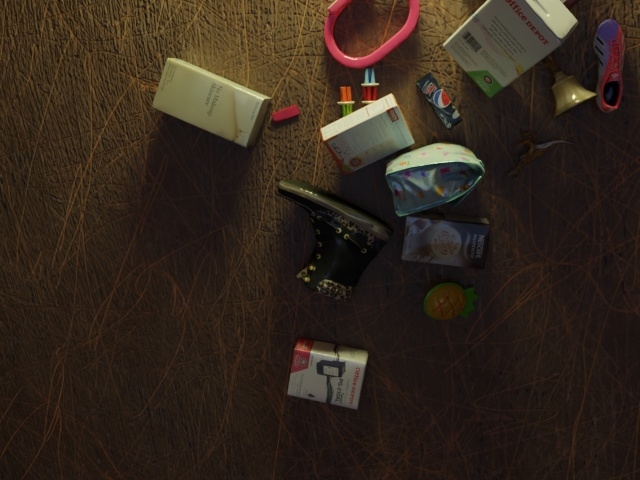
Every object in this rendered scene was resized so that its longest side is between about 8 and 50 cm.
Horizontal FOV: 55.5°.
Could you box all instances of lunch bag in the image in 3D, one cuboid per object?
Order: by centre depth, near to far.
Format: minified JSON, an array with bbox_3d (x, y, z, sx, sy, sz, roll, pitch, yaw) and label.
[{"bbox_3d":[0.324,-0.185,1.730,0.262,0.223,0.160,-15,107,10],"label":"lunch bag"}]

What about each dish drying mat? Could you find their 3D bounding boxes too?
[{"bbox_3d":[-0.105,-0.385,1.851,0.083,0.008,0.032,-18,101,11],"label":"dish drying mat"}]

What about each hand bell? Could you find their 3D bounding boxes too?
[{"bbox_3d":[0.652,-0.475,1.689,0.126,0.126,0.242,-28,86,14],"label":"hand bell"}]

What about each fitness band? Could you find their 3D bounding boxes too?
[{"bbox_3d":[0.143,-0.626,1.736,0.291,0.054,0.209,-36,99,16],"label":"fitness band"}]

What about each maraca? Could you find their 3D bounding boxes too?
[{"bbox_3d":[0.403,0.189,1.882,0.185,0.099,0.127,4,112,-19],"label":"maraca"}]

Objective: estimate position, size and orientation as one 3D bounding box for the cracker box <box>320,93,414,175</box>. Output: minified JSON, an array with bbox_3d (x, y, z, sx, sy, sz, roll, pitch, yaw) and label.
[{"bbox_3d":[0.137,-0.304,1.769,0.232,0.067,0.156,-23,136,13],"label":"cracker box"}]

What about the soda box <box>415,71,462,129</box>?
[{"bbox_3d":[0.341,-0.402,1.756,0.053,0.060,0.169,-34,97,14],"label":"soda box"}]

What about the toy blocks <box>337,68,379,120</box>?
[{"bbox_3d":[0.110,-0.427,1.786,0.123,0.054,0.148,0,104,8],"label":"toy blocks"}]

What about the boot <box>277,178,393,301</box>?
[{"bbox_3d":[0.000,0.000,1.873,0.377,0.138,0.284,25,106,-4],"label":"boot"}]

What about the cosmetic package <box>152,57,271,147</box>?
[{"bbox_3d":[-0.324,-0.412,1.822,0.309,0.113,0.160,23,106,3],"label":"cosmetic package"}]

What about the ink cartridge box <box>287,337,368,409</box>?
[{"bbox_3d":[0.026,0.433,1.990,0.237,0.100,0.172,10,106,5],"label":"ink cartridge box"}]

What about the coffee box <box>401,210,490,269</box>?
[{"bbox_3d":[0.374,-0.006,1.832,0.246,0.098,0.141,6,105,7],"label":"coffee box"}]

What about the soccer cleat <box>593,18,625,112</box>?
[{"bbox_3d":[0.792,-0.474,1.657,0.083,0.095,0.248,-1,105,7],"label":"soccer cleat"}]

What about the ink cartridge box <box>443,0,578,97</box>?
[{"bbox_3d":[0.490,-0.538,1.590,0.201,0.278,0.117,46,62,-5],"label":"ink cartridge box"}]

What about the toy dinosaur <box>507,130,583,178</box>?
[{"bbox_3d":[0.626,-0.263,1.761,0.211,0.064,0.112,-33,114,24],"label":"toy dinosaur"}]

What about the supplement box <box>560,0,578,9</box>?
[{"bbox_3d":[0.599,-0.690,1.584,0.191,0.129,0.194,46,124,-5],"label":"supplement box"}]
